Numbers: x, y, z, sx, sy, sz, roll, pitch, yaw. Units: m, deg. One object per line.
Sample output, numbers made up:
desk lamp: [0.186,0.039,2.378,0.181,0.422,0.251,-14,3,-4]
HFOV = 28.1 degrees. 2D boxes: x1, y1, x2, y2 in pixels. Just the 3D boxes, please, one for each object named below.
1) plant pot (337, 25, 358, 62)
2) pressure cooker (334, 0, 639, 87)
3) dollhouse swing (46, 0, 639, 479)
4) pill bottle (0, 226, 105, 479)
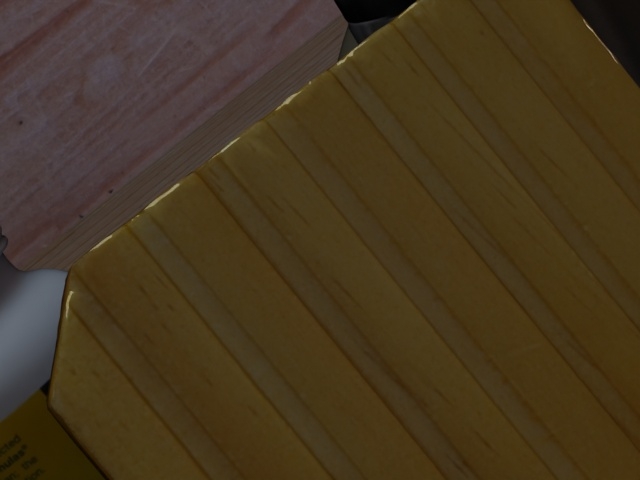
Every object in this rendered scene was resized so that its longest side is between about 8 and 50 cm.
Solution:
plant pot: [0.121,-0.188,1.381,0.256,0.256,0.274,-44,2,-32]
pressure cooker: [0.202,-0.173,0.778,0.370,0.420,0.375,-21,20,41]
dollhouse swing: [0.118,0.069,0.450,0.347,0.305,0.315,-39,16,-19]
pill bottle: [-0.164,0.140,0.745,0.188,0.334,0.188,-31,16,10]
